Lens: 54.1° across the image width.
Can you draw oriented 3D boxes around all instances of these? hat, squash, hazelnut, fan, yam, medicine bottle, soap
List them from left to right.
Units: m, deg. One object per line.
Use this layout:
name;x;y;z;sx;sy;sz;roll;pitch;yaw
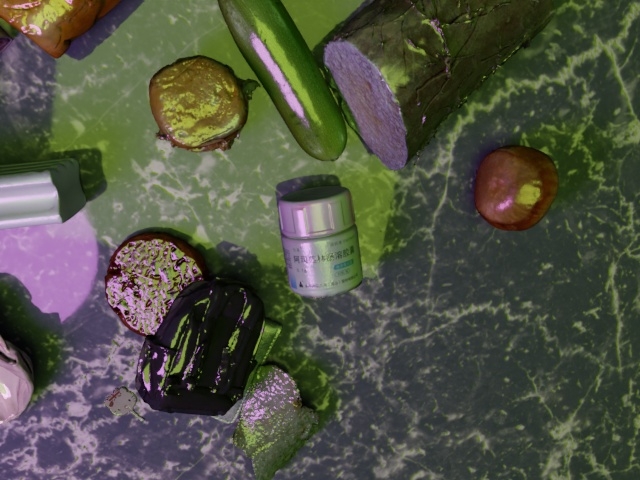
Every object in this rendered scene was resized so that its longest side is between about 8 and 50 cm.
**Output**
hat;-0.612;0.204;1.089;0.219;0.164;0.226;-29;67;2
soap;-0.526;-0.068;0.981;0.265;0.160;0.088;-6;106;-5
fan;-0.363;0.313;1.178;0.056;0.004;0.083;-44;105;5
squash;-0.065;-0.292;1.007;0.101;0.101;0.379;-31;104;2
medicine bottle;0.000;0.000;1.073;0.135;0.135;0.169;-9;104;-4
yam;0.179;-0.303;0.964;0.348;0.241;0.241;-43;105;0
hazelnut;0.344;-0.092;1.097;0.150;0.150;0.150;-2;105;-6

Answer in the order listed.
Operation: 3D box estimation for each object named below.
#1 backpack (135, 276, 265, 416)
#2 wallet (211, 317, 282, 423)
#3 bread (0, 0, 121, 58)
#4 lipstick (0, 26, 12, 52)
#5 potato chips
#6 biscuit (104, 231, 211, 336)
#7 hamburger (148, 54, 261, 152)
backpack;-0.191;0.180;1.052;0.206;0.133;0.258;20;96;-37
wallet;-0.187;0.221;1.158;0.167;0.036;0.222;26;99;-12
bread;-0.355;-0.421;0.923;0.167;0.132;0.294;43;97;-14
lipstick;-0.590;-0.378;0.936;0.077;0.079;0.253;-41;104;6
potato chips;-0.086;0.343;1.172;0.167;0.059;0.228;-23;115;-1
biscuit;-0.283;0.078;1.098;0.192;0.049;0.192;0;99;-2
hamburger;-0.183;-0.219;1.001;0.184;0.131;0.159;-21;93;-4
